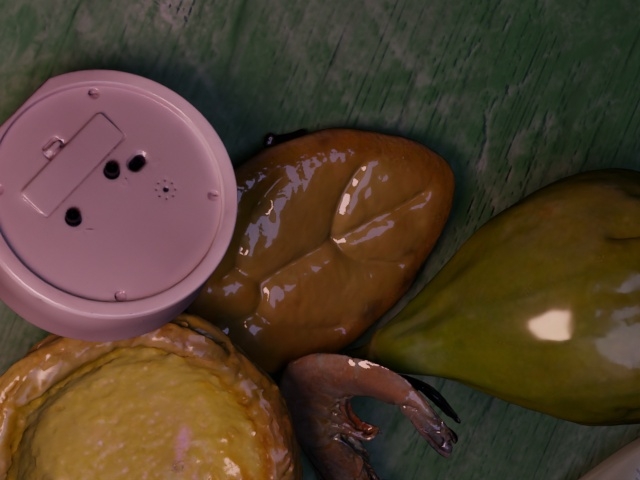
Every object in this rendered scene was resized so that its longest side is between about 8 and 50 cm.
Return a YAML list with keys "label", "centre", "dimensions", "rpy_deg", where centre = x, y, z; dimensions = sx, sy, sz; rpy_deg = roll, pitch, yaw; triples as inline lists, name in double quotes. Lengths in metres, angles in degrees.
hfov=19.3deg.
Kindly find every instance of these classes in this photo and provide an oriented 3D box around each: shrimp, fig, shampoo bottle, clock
- label: "shrimp"
  centre: [0.051, 0.174, 1.595]
  dimensions: [0.046, 0.152, 0.219]
  rpy_deg: [-64, 143, -46]
- label: "fig"
  centre: [0.207, 0.079, 1.582]
  dimensions: [0.314, 0.233, 0.233]
  rpy_deg: [-36, 117, -12]
- label: "shampoo bottle"
  centre: [0.262, 0.249, 1.757]
  dimensions: [0.212, 0.049, 0.072]
  rpy_deg: [-36, 121, -12]
- label: "clock"
  centre: [-0.164, -0.026, 1.411]
  dimensions: [0.196, 0.068, 0.197]
  rpy_deg: [5, 69, -14]

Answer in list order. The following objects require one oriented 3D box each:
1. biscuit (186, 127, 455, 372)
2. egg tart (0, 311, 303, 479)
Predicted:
- label: "biscuit"
  centre: [0.002, 0.001, 1.568]
  dimensions: [0.260, 0.041, 0.203]
  rpy_deg: [-28, 114, -14]
- label: "egg tart"
  centre: [-0.155, 0.183, 1.502]
  dimensions: [0.294, 0.123, 0.294]
  rpy_deg: [-6, 107, -21]
